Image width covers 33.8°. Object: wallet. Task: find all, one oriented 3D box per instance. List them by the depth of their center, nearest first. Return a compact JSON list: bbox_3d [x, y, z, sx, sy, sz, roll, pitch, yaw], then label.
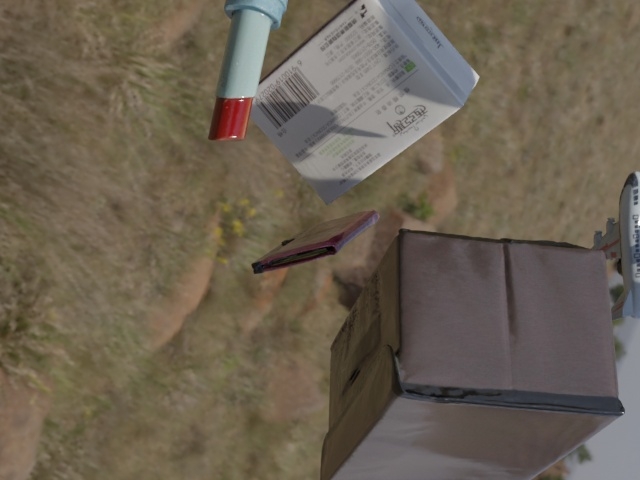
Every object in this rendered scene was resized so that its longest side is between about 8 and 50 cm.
[{"bbox_3d":[0.000,0.000,1.442,0.232,0.119,0.025,-36,111,-69],"label":"wallet"}]

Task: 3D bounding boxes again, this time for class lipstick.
[{"bbox_3d":[-0.068,-0.224,1.054,0.068,0.061,0.274,36,63,-65],"label":"lipstick"}]

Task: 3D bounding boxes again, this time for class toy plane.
[{"bbox_3d":[0.354,0.009,1.173,0.065,0.162,0.171,4,90,-42],"label":"toy plane"}]

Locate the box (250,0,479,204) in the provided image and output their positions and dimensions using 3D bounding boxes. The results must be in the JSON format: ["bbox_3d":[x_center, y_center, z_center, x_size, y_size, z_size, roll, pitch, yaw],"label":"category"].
[{"bbox_3d":[0.048,-0.201,1.412,0.260,0.194,0.111,-35,-168,31],"label":"box"}]

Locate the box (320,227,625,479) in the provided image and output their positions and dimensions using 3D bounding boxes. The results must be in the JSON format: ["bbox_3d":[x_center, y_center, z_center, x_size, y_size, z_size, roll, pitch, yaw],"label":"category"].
[{"bbox_3d":[0.115,0.114,0.899,0.252,0.188,0.153,110,-15,-58],"label":"box"}]
